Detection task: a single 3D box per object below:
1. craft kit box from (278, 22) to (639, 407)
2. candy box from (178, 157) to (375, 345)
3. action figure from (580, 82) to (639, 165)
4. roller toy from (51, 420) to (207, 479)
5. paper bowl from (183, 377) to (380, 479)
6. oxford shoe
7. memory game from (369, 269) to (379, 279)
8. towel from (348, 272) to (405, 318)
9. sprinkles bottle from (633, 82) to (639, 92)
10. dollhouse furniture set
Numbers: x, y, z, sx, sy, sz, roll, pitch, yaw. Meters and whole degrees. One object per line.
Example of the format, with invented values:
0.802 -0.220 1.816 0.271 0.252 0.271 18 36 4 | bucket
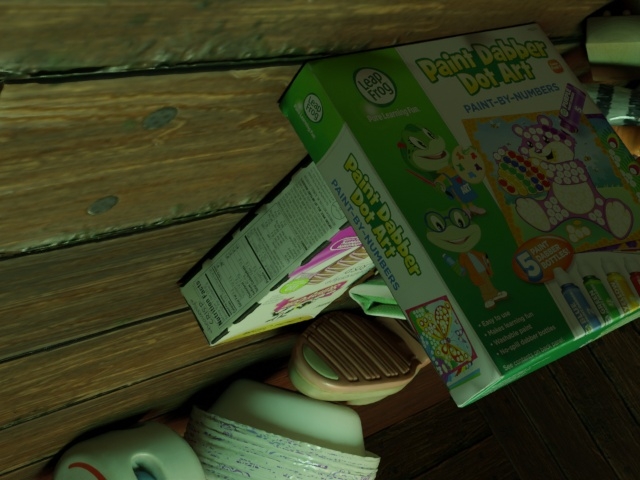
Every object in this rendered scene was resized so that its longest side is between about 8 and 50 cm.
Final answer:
0.132 -0.036 0.687 0.250 0.246 0.061 -18 157 -37 | craft kit box
0.000 0.000 0.877 0.159 0.071 0.233 -10 155 -51 | candy box
0.337 -0.070 0.814 0.330 0.178 0.341 -6 -158 22 | action figure
-0.258 0.343 1.249 0.146 0.209 0.191 -11 117 -50 | roller toy
-0.053 0.292 1.379 0.284 0.284 0.148 43 63 -73 | paper bowl
0.055 0.194 1.383 0.146 0.140 0.397 -51 157 19 | oxford shoe
0.137 0.026 1.300 0.186 0.012 0.186 -28 164 -9 | memory game
0.211 -0.001 0.973 0.248 0.038 0.325 2 -153 41 | towel
0.396 -0.131 1.085 0.121 0.121 0.355 -20 162 -31 | sprinkles bottle
0.328 -0.219 0.869 0.151 0.123 0.144 2 173 20 | dollhouse furniture set
